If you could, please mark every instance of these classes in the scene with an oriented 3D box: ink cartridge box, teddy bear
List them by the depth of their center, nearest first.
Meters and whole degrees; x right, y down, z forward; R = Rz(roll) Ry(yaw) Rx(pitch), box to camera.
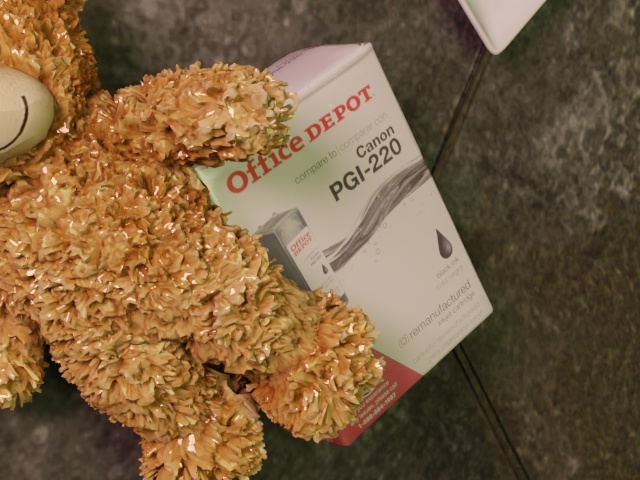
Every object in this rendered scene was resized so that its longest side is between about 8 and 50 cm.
[{"bbox_3d":[-0.112,0.008,0.588,0.113,0.245,0.338,-72,145,-60],"label":"teddy bear"},{"bbox_3d":[0.000,0.000,0.722,0.158,0.092,0.218,-39,112,-26],"label":"ink cartridge box"}]

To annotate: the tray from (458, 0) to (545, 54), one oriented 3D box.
[{"bbox_3d":[0.097,-0.284,0.801,0.145,0.030,0.270,-48,118,-21],"label":"tray"}]
